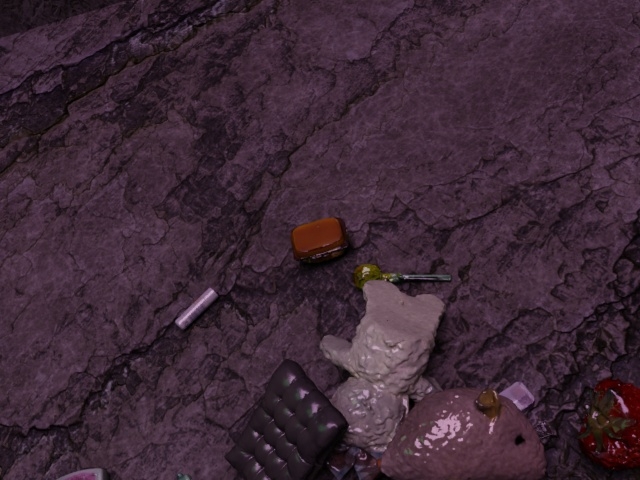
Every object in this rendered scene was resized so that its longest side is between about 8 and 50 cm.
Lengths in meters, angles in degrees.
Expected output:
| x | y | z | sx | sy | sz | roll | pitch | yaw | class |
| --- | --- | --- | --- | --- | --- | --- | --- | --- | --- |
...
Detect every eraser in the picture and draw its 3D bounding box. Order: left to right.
| x | y | z | sx | sy | sz | roll | pitch | yaw | class |
| --- | --- | --- | --- | --- | --- | --- | --- | --- | --- |
| 0.443 | 0.383 | 1.710 | 0.105 | 0.026 | 0.065 | -33 | 51 | -5 | eraser |

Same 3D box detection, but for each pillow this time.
| x | y | z | sx | sy | sz | roll | pitch | yaw | class |
| --- | --- | --- | --- | --- | --- | --- | --- | --- | --- |
| -0.079 | 0.468 | 1.689 | 0.228 | 0.101 | 0.326 | 43 | 111 | 35 | pillow |

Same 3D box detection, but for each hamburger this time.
| x | y | z | sx | sy | sz | roll | pitch | yaw | class |
| --- | --- | --- | --- | --- | --- | --- | --- | --- | --- |
| 0.000 | 0.000 | 2.063 | 0.166 | 0.087 | 0.137 | -14 | 54 | 7 | hamburger |

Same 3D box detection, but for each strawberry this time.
| x | y | z | sx | sy | sz | roll | pitch | yaw | class |
| --- | --- | --- | --- | --- | --- | --- | --- | --- | --- |
| 0.654 | 0.398 | 1.556 | 0.201 | 0.184 | 0.187 | 16 | 54 | -7 | strawberry |

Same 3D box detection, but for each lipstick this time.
| x | y | z | sx | sy | sz | roll | pitch | yaw | class |
| --- | --- | --- | --- | --- | --- | --- | --- | --- | --- |
| -0.350 | 0.194 | 2.073 | 0.040 | 0.040 | 0.141 | 36 | 74 | 33 | lipstick |

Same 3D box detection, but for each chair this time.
| x | y | z | sx | sy | sz | roll | pitch | yaw | class |
| --- | --- | --- | --- | --- | --- | --- | --- | --- | --- |
| 0.481 | 0.434 | 1.653 | 0.086 | 0.042 | 0.037 | -25 | 58 | 1 | chair |

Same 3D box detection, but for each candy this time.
| x | y | z | sx | sy | sz | roll | pitch | yaw | class |
| --- | --- | --- | --- | --- | --- | --- | --- | --- | --- |
| 0.216 | 0.100 | 1.952 | 0.262 | 0.077 | 0.073 | 1 | 60 | 8 | candy |

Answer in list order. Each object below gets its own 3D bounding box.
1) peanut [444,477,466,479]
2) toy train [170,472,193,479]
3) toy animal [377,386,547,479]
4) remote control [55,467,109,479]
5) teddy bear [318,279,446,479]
| x | y | z | sx | sy | sz | roll | pitch | yaw | class |
| --- | --- | --- | --- | --- | --- | --- | --- | --- | --- |
| 0.310 | 0.577 | 1.490 | 0.122 | 0.253 | 0.137 | 4 | 61 | 52 | peanut |
| -0.371 | 0.642 | 1.760 | 0.194 | 0.081 | 0.125 | -32 | 50 | -3 | toy train |
| 0.298 | 0.435 | 1.595 | 0.358 | 0.188 | 0.226 | -8 | 86 | -4 | toy animal |
| -0.588 | 0.733 | 1.782 | 0.145 | 0.050 | 0.344 | -15 | 54 | 7 | remote control |
| 0.142 | 0.337 | 1.777 | 0.327 | 0.362 | 0.375 | 17 | 21 | 5 | teddy bear |
